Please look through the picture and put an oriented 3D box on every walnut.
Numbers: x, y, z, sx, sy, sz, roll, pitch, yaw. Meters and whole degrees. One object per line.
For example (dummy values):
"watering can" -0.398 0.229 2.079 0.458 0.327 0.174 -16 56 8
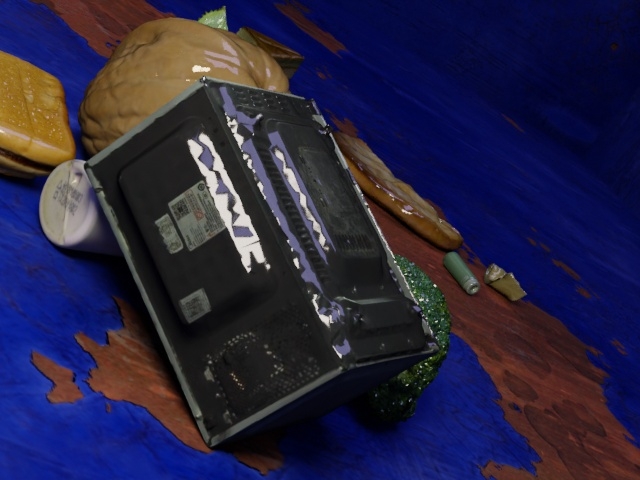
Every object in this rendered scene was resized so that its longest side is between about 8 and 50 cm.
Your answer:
"walnut" -0.160 -0.149 1.373 0.261 0.225 0.225 1 -3 33

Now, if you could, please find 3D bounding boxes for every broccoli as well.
"broccoli" 0.073 0.109 1.315 0.195 0.156 0.195 161 -90 -86

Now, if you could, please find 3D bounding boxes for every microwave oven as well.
"microwave oven" -0.045 0.015 1.113 0.237 0.181 0.295 2 60 -62

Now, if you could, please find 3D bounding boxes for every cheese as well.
"cheese" 0.316 0.075 2.011 0.060 0.041 0.084 39 1 -17

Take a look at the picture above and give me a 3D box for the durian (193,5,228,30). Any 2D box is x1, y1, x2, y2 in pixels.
"durian" -0.184 -0.247 1.759 0.086 0.100 0.215 21 68 -43

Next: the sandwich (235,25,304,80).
"sandwich" -0.086 -0.314 2.172 0.163 0.079 0.113 23 24 -42

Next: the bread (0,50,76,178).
"bread" -0.331 -0.132 1.252 0.116 0.077 0.200 27 22 -32

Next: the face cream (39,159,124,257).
"face cream" -0.156 -0.016 1.268 0.311 0.092 0.092 12 31 -52

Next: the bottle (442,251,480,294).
"bottle" 0.231 0.054 1.920 0.030 0.030 0.083 22 24 -40

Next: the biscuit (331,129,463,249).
"biscuit" 0.119 -0.087 2.041 0.299 0.045 0.154 45 18 21
